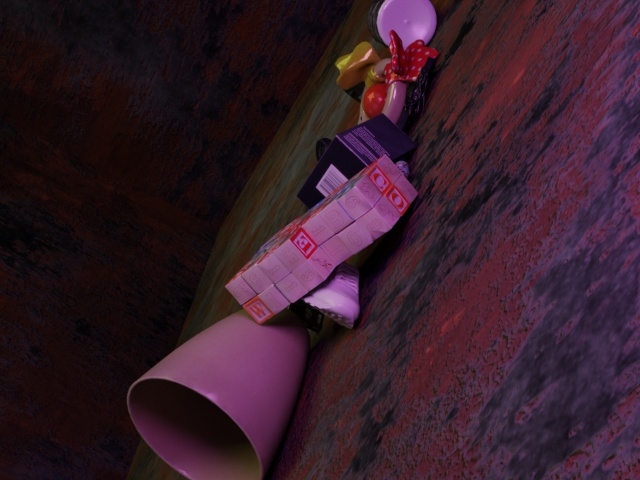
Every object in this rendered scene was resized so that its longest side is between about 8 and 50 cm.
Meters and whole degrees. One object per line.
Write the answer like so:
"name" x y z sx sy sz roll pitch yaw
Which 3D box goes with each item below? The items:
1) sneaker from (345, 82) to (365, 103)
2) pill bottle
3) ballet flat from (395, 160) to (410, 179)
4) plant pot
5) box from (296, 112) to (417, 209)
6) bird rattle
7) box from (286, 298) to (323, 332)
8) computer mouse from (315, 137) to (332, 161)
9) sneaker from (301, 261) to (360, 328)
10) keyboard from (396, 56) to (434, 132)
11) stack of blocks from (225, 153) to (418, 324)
"sneaker" 0.106 -0.387 2.131 0.101 0.106 0.267 -61 10 18
"pill bottle" 0.172 -0.488 1.989 0.130 0.130 0.245 -61 12 12
"ballet flat" 0.118 -0.087 1.542 0.114 0.041 0.041 -55 13 41
"plant pot" -0.135 0.233 1.501 0.274 0.256 0.256 -51 0 -42
"box" 0.063 -0.122 1.573 0.158 0.093 0.156 -31 -18 -49
"bird rattle" 0.142 -0.313 1.845 0.253 0.143 0.207 17 99 60
"box" -0.027 0.122 1.630 0.018 0.067 0.083 -57 11 34
"computer mouse" 0.046 -0.136 1.821 0.242 0.041 0.071 -119 26 -47
"sneaker" 0.025 0.079 1.465 0.095 0.090 0.235 -53 12 -1
"keyboard" 0.180 -0.247 1.676 0.100 0.038 0.192 67 -134 -74
"stack of blocks" 0.000 0.000 1.444 0.297 0.087 0.171 -35 9 37
